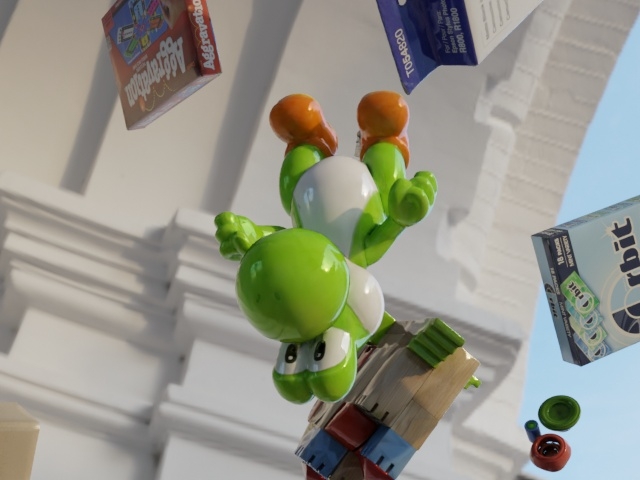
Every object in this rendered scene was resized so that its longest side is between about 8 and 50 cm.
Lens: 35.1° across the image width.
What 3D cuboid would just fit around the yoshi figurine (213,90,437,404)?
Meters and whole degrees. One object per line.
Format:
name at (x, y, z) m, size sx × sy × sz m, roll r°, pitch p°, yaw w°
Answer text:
yoshi figurine at (0.002, -0.017, 1.040) m, size 0.203 × 0.362 × 0.203 m, roll 24°, pitch -39°, yaw -21°

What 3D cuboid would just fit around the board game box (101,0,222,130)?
board game box at (-0.185, -0.221, 1.133) m, size 0.027 × 0.145 × 0.281 m, roll -14°, pitch 0°, yaw -27°

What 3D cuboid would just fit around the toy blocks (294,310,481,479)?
toy blocks at (0.067, 0.244, 1.438) m, size 0.191 × 0.261 × 0.381 m, roll 40°, pitch -12°, yaw -6°

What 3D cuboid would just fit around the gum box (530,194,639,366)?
gum box at (0.348, 0.040, 1.169) m, size 0.184 × 0.041 × 0.157 m, roll -20°, pitch -79°, yaw -18°

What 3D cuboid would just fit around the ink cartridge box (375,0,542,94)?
ink cartridge box at (0.131, -0.275, 0.894) m, size 0.045 × 0.224 × 0.223 m, roll 22°, pitch -34°, yaw 41°

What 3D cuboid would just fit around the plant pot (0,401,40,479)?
plant pot at (-0.295, 0.186, 0.816) m, size 0.096 × 0.109 × 0.109 m, roll 13°, pitch -5°, yaw -27°

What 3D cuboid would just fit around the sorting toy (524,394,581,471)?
sorting toy at (0.276, 0.235, 1.200) m, size 0.061 × 0.102 × 0.042 m, roll 3°, pitch -44°, yaw 31°

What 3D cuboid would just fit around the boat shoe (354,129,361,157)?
boat shoe at (0.071, -0.134, 1.326) m, size 0.056 × 0.152 × 0.049 m, roll -4°, pitch -87°, yaw -11°
